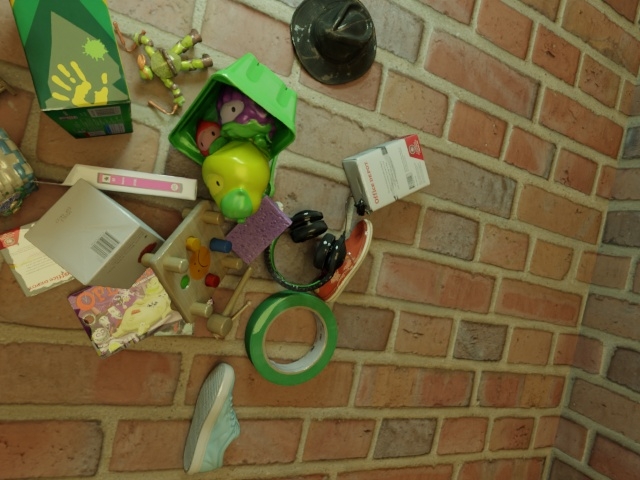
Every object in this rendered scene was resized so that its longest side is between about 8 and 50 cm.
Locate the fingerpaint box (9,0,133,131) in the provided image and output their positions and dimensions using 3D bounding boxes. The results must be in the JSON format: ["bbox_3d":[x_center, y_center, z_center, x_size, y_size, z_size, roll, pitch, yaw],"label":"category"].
[{"bbox_3d":[-0.547,-0.444,0.901,0.163,0.445,0.371,-14,103,-22],"label":"fingerpaint box"}]

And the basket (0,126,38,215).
[{"bbox_3d":[-0.820,-0.123,0.920,0.289,0.255,0.201,-32,102,-29],"label":"basket"}]

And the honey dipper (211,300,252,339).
[{"bbox_3d":[-0.289,0.257,1.338,0.160,0.030,0.030,-46,112,-16],"label":"honey dipper"}]

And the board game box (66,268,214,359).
[{"bbox_3d":[-0.518,0.175,1.202,0.347,0.056,0.208,-27,97,-20],"label":"board game box"}]

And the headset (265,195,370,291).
[{"bbox_3d":[0.000,0.000,1.367,0.394,0.185,0.243,-42,81,1],"label":"headset"}]

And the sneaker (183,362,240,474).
[{"bbox_3d":[-0.323,0.570,1.314,0.150,0.135,0.366,16,98,-33],"label":"sneaker"}]

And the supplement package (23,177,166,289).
[{"bbox_3d":[-0.535,0.001,1.023,0.175,0.293,0.177,38,79,-1],"label":"supplement package"}]

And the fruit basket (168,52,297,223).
[{"bbox_3d":[-0.242,-0.246,1.087,0.283,0.392,0.392,35,81,-24],"label":"fruit basket"}]

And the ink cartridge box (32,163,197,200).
[{"bbox_3d":[-0.533,-0.156,1.091,0.371,0.176,0.069,2,95,-25],"label":"ink cartridge box"}]

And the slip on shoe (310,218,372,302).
[{"bbox_3d":[0.078,0.062,1.441,0.101,0.123,0.331,34,86,-21],"label":"slip on shoe"}]

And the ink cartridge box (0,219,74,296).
[{"bbox_3d":[-0.745,0.042,1.073,0.127,0.072,0.175,-25,106,-21],"label":"ink cartridge box"}]

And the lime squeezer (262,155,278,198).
[{"bbox_3d":[-0.207,-0.148,1.293,0.310,0.059,0.110,-49,153,-10],"label":"lime squeezer"}]

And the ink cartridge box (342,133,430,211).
[{"bbox_3d":[0.239,-0.246,1.474,0.273,0.114,0.197,-26,107,-21],"label":"ink cartridge box"}]

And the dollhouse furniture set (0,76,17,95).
[{"bbox_3d":[-0.862,-0.399,0.955,0.184,0.129,0.129,44,77,2],"label":"dollhouse furniture set"}]

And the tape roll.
[{"bbox_3d":[-0.098,0.335,1.409,0.321,0.077,0.321,-4,98,-24],"label":"tape roll"}]

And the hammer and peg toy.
[{"bbox_3d":[-0.332,0.093,1.163,0.361,0.127,0.266,78,28,-43],"label":"hammer and peg toy"}]

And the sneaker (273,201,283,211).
[{"bbox_3d":[-0.185,-0.055,1.310,0.075,0.063,0.170,22,95,-54],"label":"sneaker"}]

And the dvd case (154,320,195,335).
[{"bbox_3d":[-0.453,0.253,1.268,0.119,0.013,0.087,5,94,-26],"label":"dvd case"}]

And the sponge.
[{"bbox_3d":[-0.198,-0.031,1.270,0.210,0.031,0.117,-42,98,20],"label":"sponge"}]

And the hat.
[{"bbox_3d":[0.077,-0.683,1.337,0.331,0.134,0.331,-4,99,-25],"label":"hat"}]

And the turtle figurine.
[{"bbox_3d":[-0.430,-0.516,1.144,0.217,0.087,0.269,-35,109,-17],"label":"turtle figurine"}]
